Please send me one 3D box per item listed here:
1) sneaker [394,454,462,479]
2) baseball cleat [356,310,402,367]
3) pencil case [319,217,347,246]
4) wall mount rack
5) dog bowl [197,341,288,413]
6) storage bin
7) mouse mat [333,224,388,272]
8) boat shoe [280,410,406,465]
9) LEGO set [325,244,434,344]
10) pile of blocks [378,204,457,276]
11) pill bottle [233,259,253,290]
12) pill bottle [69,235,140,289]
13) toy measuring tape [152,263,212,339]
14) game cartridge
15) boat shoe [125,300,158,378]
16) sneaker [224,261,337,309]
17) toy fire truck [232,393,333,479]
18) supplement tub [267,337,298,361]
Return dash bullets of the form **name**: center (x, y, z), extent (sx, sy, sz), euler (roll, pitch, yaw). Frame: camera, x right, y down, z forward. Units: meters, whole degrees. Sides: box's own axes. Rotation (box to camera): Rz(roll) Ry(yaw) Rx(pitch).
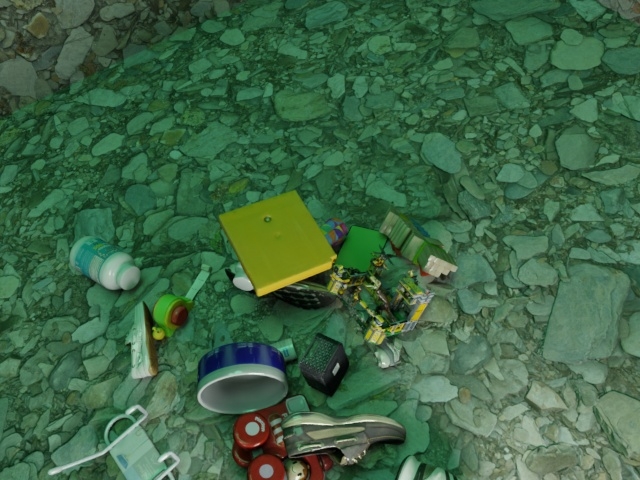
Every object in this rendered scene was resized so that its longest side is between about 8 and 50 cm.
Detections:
- **sneaker**: center (0.260, 0.771, 1.391), extent (0.257, 0.169, 0.448), euler (13, 56, 23)
- **baseball cleat**: center (0.191, 0.307, 1.815), extent (0.109, 0.072, 0.206), euler (-11, 54, -15)
- **pencil case**: center (0.000, 0.000, 1.991), extent (0.104, 0.105, 0.236), euler (22, 31, 26)
- **wall mount rack**: center (-0.596, 0.664, 1.688), extent (0.304, 0.131, 0.350), euler (-40, 55, -16)
- **dog bowl**: center (-0.231, 0.410, 1.703), extent (0.264, 0.265, 0.104), euler (-13, 50, 3)
- **storage bin**: center (0.014, 0.373, 1.726), extent (0.084, 0.180, 0.122), euler (21, 62, 24)
- **mouse mat**: center (0.146, 0.032, 2.050), extent (0.152, 0.007, 0.190), euler (14, 58, 22)
- **boat shoe**: center (0.063, 0.553, 1.583), extent (0.354, 0.132, 0.130), euler (5, 59, -10)
- **LEGO set**: center (0.190, 0.144, 1.794), extent (0.254, 0.192, 0.331), euler (1, 38, -33)
- **pile of blocks**: center (0.321, 0.023, 1.973), extent (0.113, 0.148, 0.362), euler (-60, 41, 22)
- **pill bottle**: center (-0.222, 0.076, 1.871), extent (0.094, 0.094, 0.170), euler (6, 50, 17)
- **pill bottle**: center (-0.791, 0.091, 2.135), extent (0.263, 0.146, 0.146), euler (23, 63, 26)
- **toy measuring tape**: center (-0.491, 0.196, 2.011), extent (0.121, 0.121, 0.330), euler (16, 60, 23)
- **game cartridge**: center (-0.138, 0.000, 1.850), extent (0.285, 0.053, 0.324), euler (-20, 58, -19)
- **boat shoe**: center (-0.617, 0.334, 1.950), extent (0.096, 0.098, 0.277), euler (-16, 54, 0)
- **sneaker**: center (-0.122, 0.102, 1.961), extent (0.409, 0.158, 0.182), euler (15, 64, 21)
- **toy fire truck**: center (-0.104, 0.598, 1.619), extent (0.253, 0.170, 0.302), euler (-13, 52, -20)
- **supplement tub**: center (-0.133, 0.359, 1.838), extent (0.107, 0.071, 0.071), euler (-19, 53, 0)
